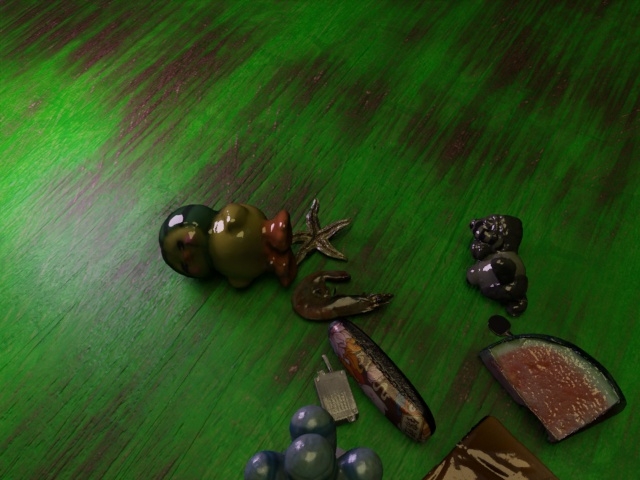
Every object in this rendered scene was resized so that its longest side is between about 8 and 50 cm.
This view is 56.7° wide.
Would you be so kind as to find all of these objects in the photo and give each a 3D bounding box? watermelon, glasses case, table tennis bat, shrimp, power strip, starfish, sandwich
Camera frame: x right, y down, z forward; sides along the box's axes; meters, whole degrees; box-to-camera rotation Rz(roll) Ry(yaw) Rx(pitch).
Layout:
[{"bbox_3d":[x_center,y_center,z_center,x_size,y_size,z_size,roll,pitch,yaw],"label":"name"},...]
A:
[{"bbox_3d":[0.493,0.306,1.268,0.319,0.148,0.226,20,67,15],"label":"watermelon"},{"bbox_3d":[0.127,0.299,1.290,0.082,0.122,0.321,-33,61,-20],"label":"glasses case"},{"bbox_3d":[0.436,0.211,1.410,0.050,0.007,0.083,-35,60,-20],"label":"table tennis bat"},{"bbox_3d":[0.052,0.128,1.452,0.251,0.052,0.143,-1,53,2],"label":"shrimp"},{"bbox_3d":[0.029,0.330,1.321,0.075,0.042,0.175,-13,55,-7],"label":"power strip"},{"bbox_3d":[0.000,0.000,1.540,0.176,0.053,0.208,42,78,15],"label":"starfish"},{"bbox_3d":[0.311,0.492,1.134,0.227,0.155,0.198,-35,62,-20],"label":"sandwich"}]

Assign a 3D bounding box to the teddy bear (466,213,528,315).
[{"bbox_3d":[0.419,0.045,1.435,0.144,0.171,0.250,-7,60,22],"label":"teddy bear"}]

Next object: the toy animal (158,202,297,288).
[{"bbox_3d":[-0.227,0.000,1.471,0.339,0.216,0.191,2,29,7],"label":"toy animal"}]

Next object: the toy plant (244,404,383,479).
[{"bbox_3d":[-0.013,0.441,1.076,0.247,0.332,0.247,-2,55,3],"label":"toy plant"}]
